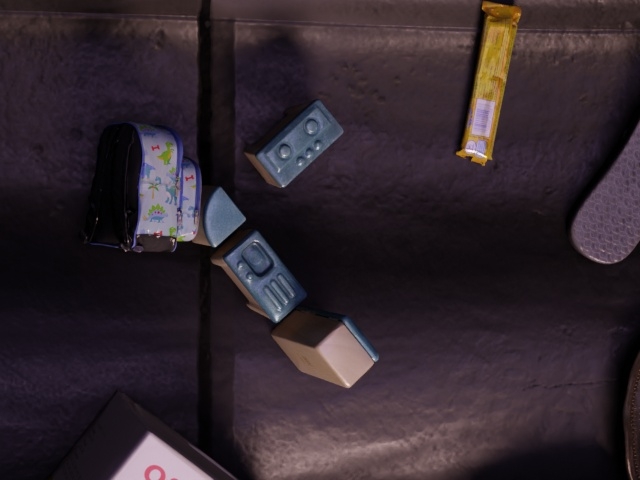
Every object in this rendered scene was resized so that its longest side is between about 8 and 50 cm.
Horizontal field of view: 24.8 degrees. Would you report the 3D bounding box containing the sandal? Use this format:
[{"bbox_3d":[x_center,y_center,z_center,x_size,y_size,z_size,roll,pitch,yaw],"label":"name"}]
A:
[{"bbox_3d":[0.340,-0.089,1.470,0.097,0.054,0.254,44,93,-6],"label":"sandal"}]

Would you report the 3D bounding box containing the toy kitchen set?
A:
[{"bbox_3d":[0.000,0.000,1.346,0.166,0.122,0.207,-43,108,-14],"label":"toy kitchen set"}]

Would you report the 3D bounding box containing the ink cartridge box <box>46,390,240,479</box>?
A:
[{"bbox_3d":[-0.175,0.308,1.287,0.198,0.197,0.270,39,84,-14],"label":"ink cartridge box"}]

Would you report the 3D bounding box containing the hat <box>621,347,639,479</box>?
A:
[{"bbox_3d":[0.474,0.193,1.447,0.331,0.134,0.331,-1,95,-15],"label":"hat"}]

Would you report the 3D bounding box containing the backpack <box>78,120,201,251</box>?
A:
[{"bbox_3d":[-0.160,-0.049,1.317,0.084,0.105,0.114,1,93,-37],"label":"backpack"}]

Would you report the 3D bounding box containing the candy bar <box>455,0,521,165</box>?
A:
[{"bbox_3d":[0.165,-0.155,1.432,0.040,0.018,0.161,10,92,-11],"label":"candy bar"}]
